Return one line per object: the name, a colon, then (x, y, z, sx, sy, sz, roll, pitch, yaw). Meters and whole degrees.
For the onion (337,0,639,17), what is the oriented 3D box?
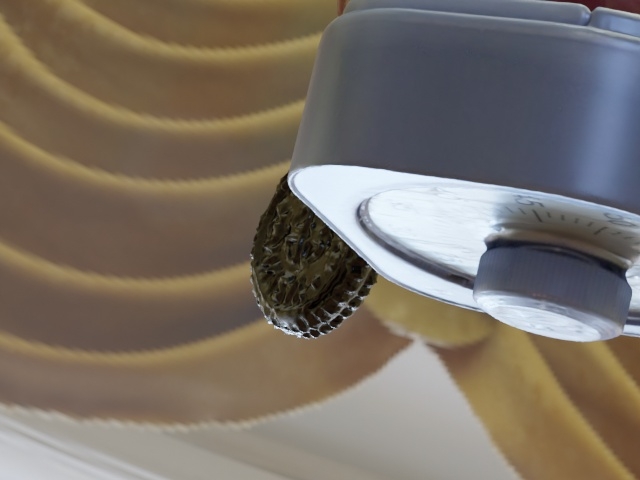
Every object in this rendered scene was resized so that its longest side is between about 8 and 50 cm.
onion: (0.179, -0.242, 1.605, 0.358, 0.345, 0.358, 1, -83, 11)

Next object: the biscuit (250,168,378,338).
biscuit: (0.000, 0.000, 1.525, 0.053, 0.194, 0.194, 22, -38, -34)

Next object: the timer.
timer: (0.188, -0.022, 1.143, 0.395, 0.173, 0.395, 14, -14, 4)
